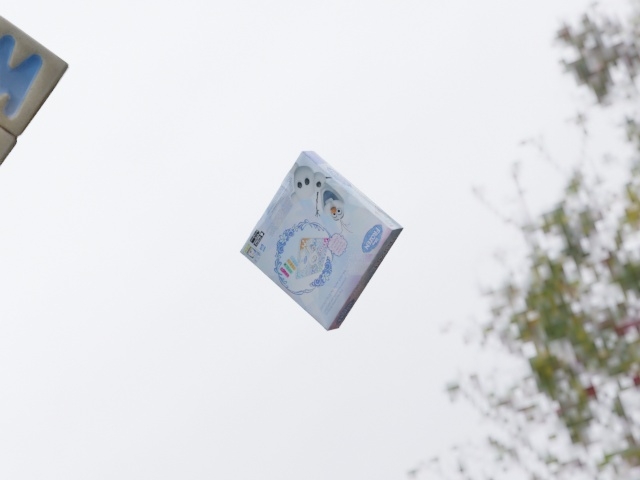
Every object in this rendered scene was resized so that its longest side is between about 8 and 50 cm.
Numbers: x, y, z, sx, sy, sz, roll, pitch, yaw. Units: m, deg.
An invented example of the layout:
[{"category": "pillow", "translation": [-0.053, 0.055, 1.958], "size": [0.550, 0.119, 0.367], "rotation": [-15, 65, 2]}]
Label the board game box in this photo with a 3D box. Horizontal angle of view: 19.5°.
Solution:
[{"category": "board game box", "translation": [0.000, 0.000, 1.287], "size": [0.020, 0.090, 0.090], "rotation": [-7, -46, -58]}]

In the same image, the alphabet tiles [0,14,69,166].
[{"category": "alphabet tiles", "translation": [-0.261, -0.064, 0.802], "size": [0.198, 0.237, 0.009], "rotation": [-55, 1, 0]}]
